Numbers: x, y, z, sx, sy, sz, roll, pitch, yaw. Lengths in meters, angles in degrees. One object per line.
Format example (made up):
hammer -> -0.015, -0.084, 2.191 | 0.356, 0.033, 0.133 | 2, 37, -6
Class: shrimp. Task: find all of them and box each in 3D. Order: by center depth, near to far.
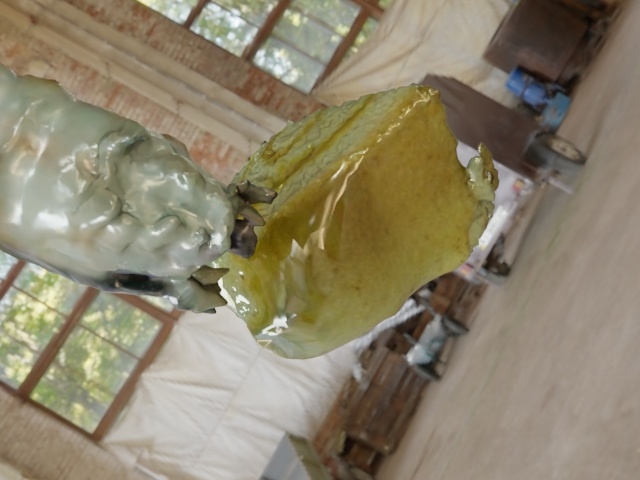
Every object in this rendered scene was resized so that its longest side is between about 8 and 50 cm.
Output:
shrimp -> -0.140, -0.065, 0.293 | 0.287, 0.185, 0.068 | 63, -136, -60

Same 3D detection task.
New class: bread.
bread -> 0.003, 0.000, 0.439 | 0.156, 0.103, 0.110 | -23, 26, 44
